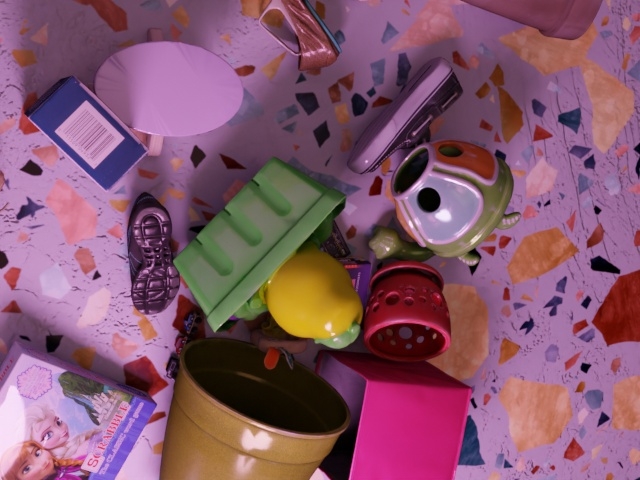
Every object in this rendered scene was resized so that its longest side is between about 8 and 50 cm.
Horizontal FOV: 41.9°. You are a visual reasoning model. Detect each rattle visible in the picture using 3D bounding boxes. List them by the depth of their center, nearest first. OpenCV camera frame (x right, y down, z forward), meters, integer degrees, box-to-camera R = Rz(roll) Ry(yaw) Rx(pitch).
[{"bbox_3d":[-0.080,0.180,1.757,0.130,0.199,0.143,27,95,5],"label":"rattle"}]

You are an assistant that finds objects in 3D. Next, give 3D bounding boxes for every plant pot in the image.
[{"bbox_3d":[-0.173,0.443,1.713,0.366,0.366,0.353,17,103,-23],"label":"plant pot"},{"bbox_3d":[0.435,-0.606,1.801,0.280,0.323,0.323,3,98,-4],"label":"plant pot"},{"bbox_3d":[0.190,0.155,1.854,0.191,0.191,0.174,21,48,-23],"label":"plant pot"}]

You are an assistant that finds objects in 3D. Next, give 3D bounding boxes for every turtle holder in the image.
[{"bbox_3d":[0.260,-0.090,1.846,0.227,0.320,0.243,28,58,-26],"label":"turtle holder"}]

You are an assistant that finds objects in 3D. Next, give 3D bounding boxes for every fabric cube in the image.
[{"bbox_3d":[0.140,0.397,1.852,0.258,0.259,0.254,7,95,-24],"label":"fabric cube"}]

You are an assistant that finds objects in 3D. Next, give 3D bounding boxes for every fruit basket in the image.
[{"bbox_3d":[-0.059,0.064,1.665,0.392,0.283,0.392,0,86,1],"label":"fruit basket"}]

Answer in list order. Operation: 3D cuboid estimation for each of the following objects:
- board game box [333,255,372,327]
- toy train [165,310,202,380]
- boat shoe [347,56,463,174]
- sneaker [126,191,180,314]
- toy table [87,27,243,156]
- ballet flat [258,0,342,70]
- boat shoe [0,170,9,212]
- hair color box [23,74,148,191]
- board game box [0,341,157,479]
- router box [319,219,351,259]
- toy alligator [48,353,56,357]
[{"bbox_3d":[0.031,0.124,1.850,0.141,0.048,0.170,-2,113,-25],"label":"board game box"},{"bbox_3d":[-0.293,0.221,1.780,0.036,0.027,0.158,22,91,-12],"label":"toy train"},{"bbox_3d":[0.200,-0.254,1.839,0.119,0.121,0.335,45,80,-17],"label":"boat shoe"},{"bbox_3d":[-0.341,0.027,1.695,0.101,0.106,0.267,-5,121,-22],"label":"sneaker"},{"bbox_3d":[-0.305,-0.286,1.615,0.274,0.161,0.252,12,92,-23],"label":"toy table"},{"bbox_3d":[-0.084,-0.496,1.712,0.124,0.116,0.342,-29,113,6],"label":"ballet flat"},{"bbox_3d":[-0.662,-0.012,1.565,0.089,0.104,0.285,32,97,-27],"label":"boat shoe"},{"bbox_3d":[-0.424,-0.196,1.485,0.105,0.347,0.174,-46,111,-8],"label":"hair color box"},{"bbox_3d":[-0.537,0.402,1.657,0.318,0.066,0.319,30,87,-36],"label":"board game box"},{"bbox_3d":[0.000,0.000,1.849,0.092,0.038,0.122,-31,108,-14],"label":"router box"},{"bbox_3d":[-0.611,0.286,1.658,0.189,0.056,0.051,-26,151,-22],"label":"toy alligator"}]
